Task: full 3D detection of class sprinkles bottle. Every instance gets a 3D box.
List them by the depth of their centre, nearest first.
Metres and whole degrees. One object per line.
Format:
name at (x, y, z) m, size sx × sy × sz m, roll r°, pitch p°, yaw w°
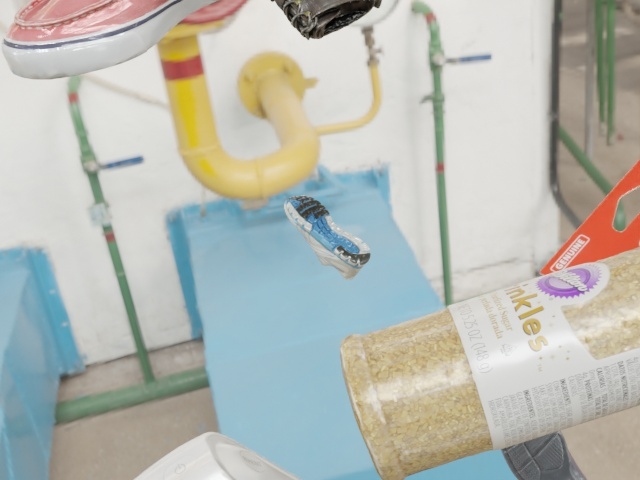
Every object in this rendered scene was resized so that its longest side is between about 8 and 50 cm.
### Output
sprinkles bottle at (0.197, 0.079, 0.693) m, size 0.355 × 0.121 × 0.121 m, roll -19°, pitch 29°, yaw 3°

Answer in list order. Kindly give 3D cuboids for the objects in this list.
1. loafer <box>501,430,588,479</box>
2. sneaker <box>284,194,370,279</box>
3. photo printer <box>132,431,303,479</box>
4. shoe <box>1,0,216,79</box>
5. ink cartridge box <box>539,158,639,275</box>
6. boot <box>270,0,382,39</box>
loafer at (0.394, 0.399, 1.559) m, size 0.109 × 0.303 × 0.095 m, roll -38°, pitch -5°, yaw -5°
sneaker at (0.000, 0.000, 1.609) m, size 0.071 × 0.083 × 0.190 m, roll -30°, pitch 66°, yaw -38°
photo printer at (-0.089, 0.318, 0.813) m, size 0.256 × 0.307 × 0.107 m, roll -47°, pitch 37°, yaw 5°
shoe at (-0.092, -0.150, 0.455) m, size 0.063 × 0.081 × 0.178 m, roll 22°, pitch 45°, yaw 31°
ink cartridge box at (0.405, -0.021, 0.968) m, size 0.275 × 0.060 × 0.239 m, roll -46°, pitch 49°, yaw -12°
boot at (-0.071, -0.354, 1.212) m, size 0.262 × 0.091 × 0.229 m, roll -26°, pitch 66°, yaw -28°
